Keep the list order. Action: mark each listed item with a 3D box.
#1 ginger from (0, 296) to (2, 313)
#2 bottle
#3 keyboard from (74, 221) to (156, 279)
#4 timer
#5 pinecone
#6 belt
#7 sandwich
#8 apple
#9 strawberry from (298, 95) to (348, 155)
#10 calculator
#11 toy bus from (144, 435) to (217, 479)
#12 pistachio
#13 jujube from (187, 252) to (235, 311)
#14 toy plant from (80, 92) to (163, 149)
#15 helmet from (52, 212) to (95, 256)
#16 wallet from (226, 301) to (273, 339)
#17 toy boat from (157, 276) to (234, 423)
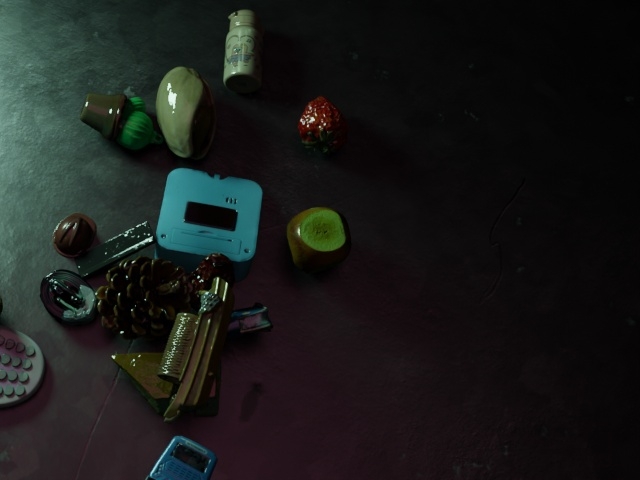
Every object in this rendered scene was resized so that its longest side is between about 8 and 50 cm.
[{"bbox_3d":[-0.786,0.052,1.848,0.133,0.107,0.309,-17,71,-24],"label":"ginger"},{"bbox_3d":[-0.188,-0.485,2.189,0.110,0.097,0.209,20,62,-39],"label":"bottle"},{"bbox_3d":[-0.462,0.023,1.933,0.195,0.018,0.060,-26,68,6],"label":"keyboard"},{"bbox_3d":[-0.262,-0.043,2.026,0.231,0.091,0.250,10,56,-7],"label":"timer"},{"bbox_3d":[-0.366,0.121,1.852,0.212,0.168,0.186,-13,59,24],"label":"pinecone"},{"bbox_3d":[-0.554,0.127,1.892,0.140,0.058,0.105,34,70,2],"label":"belt"},{"bbox_3d":[-0.329,0.300,1.841,0.235,0.122,0.128,3,65,-8],"label":"sandwich"},{"bbox_3d":[-0.002,-0.006,1.999,0.147,0.163,0.146,-15,81,-1],"label":"apple"},{"bbox_3d":[0.013,-0.291,2.141,0.131,0.131,0.148,25,65,-1],"label":"strawberry"},{"bbox_3d":[-0.736,0.259,1.812,0.298,0.041,0.186,10,67,-10],"label":"calculator"},{"bbox_3d":[-0.287,0.490,1.709,0.113,0.246,0.134,28,55,0],"label":"toy bus"},{"bbox_3d":[-0.326,-0.310,2.073,0.137,0.153,0.238,6,63,-53],"label":"pistachio"},{"bbox_3d":[-0.239,0.096,1.917,0.104,0.166,0.104,19,46,-21],"label":"jujube"},{"bbox_3d":[-0.468,-0.289,2.054,0.200,0.105,0.143,20,51,-23],"label":"toy plant"},{"bbox_3d":[-0.561,-0.023,1.949,0.089,0.057,0.111,22,66,0],"label":"helmet"},{"bbox_3d":[-0.214,0.187,1.897,0.202,0.141,0.059,-12,97,-16],"label":"wallet"},{"bbox_3d":[-0.260,0.222,1.760,0.115,0.089,0.310,16,70,-7],"label":"toy boat"}]
